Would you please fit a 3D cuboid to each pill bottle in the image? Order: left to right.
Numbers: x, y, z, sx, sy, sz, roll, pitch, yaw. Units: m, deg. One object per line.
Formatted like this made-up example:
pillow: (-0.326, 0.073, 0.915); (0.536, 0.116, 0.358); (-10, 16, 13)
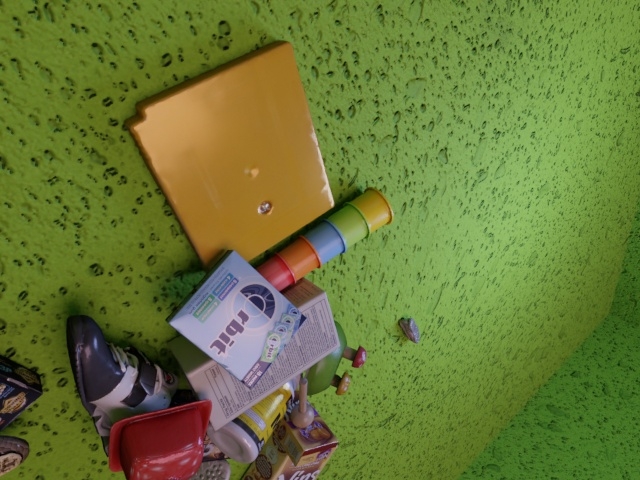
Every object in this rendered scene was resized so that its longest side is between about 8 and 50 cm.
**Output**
pill bottle: (-0.129, 0.338, 0.915); (0.208, 0.119, 0.119); (-48, 142, -46)

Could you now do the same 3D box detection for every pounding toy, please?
pounding toy: (0.030, 0.304, 0.997); (0.237, 0.110, 0.183); (-56, 165, -51)

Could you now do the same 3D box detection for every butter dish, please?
butter dish: (-0.251, 0.355, 0.710); (0.160, 0.118, 0.160); (-3, 128, -30)

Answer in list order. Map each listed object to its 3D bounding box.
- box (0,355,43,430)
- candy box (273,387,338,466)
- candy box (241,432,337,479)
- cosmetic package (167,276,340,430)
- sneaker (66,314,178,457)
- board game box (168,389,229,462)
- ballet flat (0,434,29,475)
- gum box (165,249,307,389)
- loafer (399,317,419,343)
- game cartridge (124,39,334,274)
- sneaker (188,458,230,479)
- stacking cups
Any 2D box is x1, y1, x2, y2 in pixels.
box: (-0.546, 0.244, 0.605); (0.220, 0.051, 0.175); (-44, 135, -11)
candy box: (-0.057, 0.423, 1.019); (0.109, 0.186, 0.053); (9, 111, -43)
candy box: (-0.113, 0.645, 1.171); (0.183, 0.087, 0.317); (33, 92, -45)
cosmetic package: (-0.124, 0.206, 0.869); (0.296, 0.129, 0.153); (-27, 120, -26)
sneaker: (-0.322, 0.231, 0.736); (0.146, 0.122, 0.331); (-18, 134, -24)
board game box: (-0.247, 0.405, 0.953); (0.243, 0.042, 0.165); (19, 102, -44)
ballet flat: (-0.535, 0.326, 0.583); (0.249, 0.058, 0.084); (2, 114, -41)
gum box: (-0.138, 0.135, 0.749); (0.184, 0.041, 0.157); (46, 70, -18)
loafer: (0.268, 0.268, 1.312); (0.125, 0.039, 0.045); (61, 38, -45)
game cartridge: (-0.128, -0.126, 0.746); (0.285, 0.052, 0.324); (-33, 129, -21)
sneaker: (-0.283, 0.603, 1.022); (0.235, 0.090, 0.095); (-51, 147, 1)
stacking cups: (0.000, 0.000, 0.901); (0.316, 0.096, 0.096); (-31, 131, -18)
